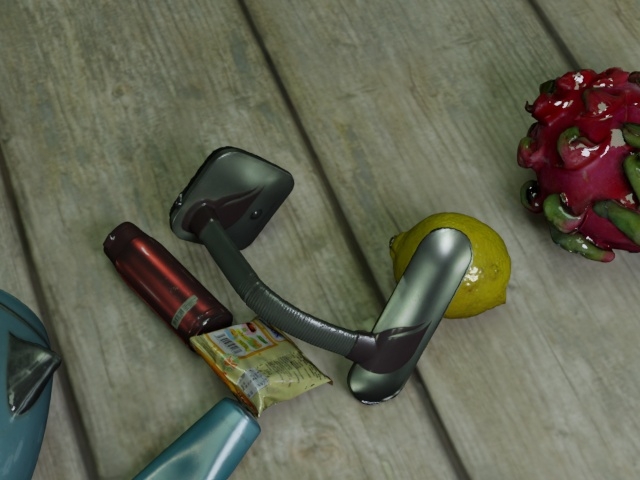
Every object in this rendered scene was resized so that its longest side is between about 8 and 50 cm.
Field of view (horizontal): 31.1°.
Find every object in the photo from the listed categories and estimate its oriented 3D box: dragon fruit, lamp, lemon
[{"bbox_3d":[0.337,-0.073,1.172,0.272,0.218,0.198,6,96,1],"label":"dragon fruit"},{"bbox_3d":[-0.002,0.001,1.124,0.283,0.124,0.203,45,110,26],"label":"lamp"},{"bbox_3d":[0.130,0.025,1.159,0.133,0.109,0.109,25,62,9],"label":"lemon"}]

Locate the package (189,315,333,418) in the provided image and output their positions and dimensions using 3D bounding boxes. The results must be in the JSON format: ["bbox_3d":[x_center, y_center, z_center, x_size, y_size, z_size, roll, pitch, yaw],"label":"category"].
[{"bbox_3d":[-0.059,0.119,1.128,0.108,0.031,0.120,44,36,24],"label":"package"}]

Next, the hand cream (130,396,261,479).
[{"bbox_3d":[-0.137,0.231,1.086,0.083,0.048,0.224,36,71,19],"label":"hand cream"}]

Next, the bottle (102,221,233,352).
[{"bbox_3d":[-0.162,0.044,1.193,0.060,0.060,0.164,-39,64,-20],"label":"bottle"}]

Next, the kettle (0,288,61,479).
[{"bbox_3d":[-0.397,0.183,1.033,0.319,0.247,0.342,-1,46,32],"label":"kettle"}]
